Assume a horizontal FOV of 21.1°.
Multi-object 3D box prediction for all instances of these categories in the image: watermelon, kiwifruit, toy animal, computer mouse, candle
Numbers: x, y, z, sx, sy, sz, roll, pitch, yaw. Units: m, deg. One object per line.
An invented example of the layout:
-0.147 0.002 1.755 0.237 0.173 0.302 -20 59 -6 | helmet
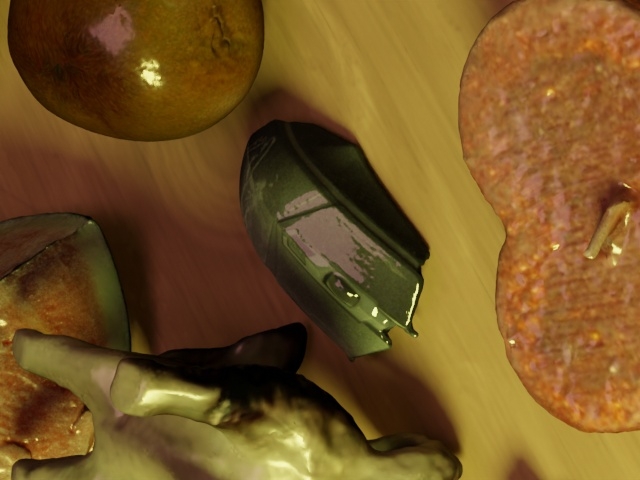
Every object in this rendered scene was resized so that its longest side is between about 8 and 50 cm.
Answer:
-0.340 0.127 1.634 0.250 0.293 0.283 169 92 -71 | watermelon
-0.164 -0.182 1.466 0.234 0.196 0.196 5 98 38 | kiwifruit
-0.074 0.167 1.419 0.344 0.303 0.194 -163 77 -64 | toy animal
-0.001 -0.001 1.420 0.126 0.071 0.231 -49 65 34 | computer mouse
0.234 -0.025 1.176 0.287 0.131 0.316 -9 90 39 | candle
